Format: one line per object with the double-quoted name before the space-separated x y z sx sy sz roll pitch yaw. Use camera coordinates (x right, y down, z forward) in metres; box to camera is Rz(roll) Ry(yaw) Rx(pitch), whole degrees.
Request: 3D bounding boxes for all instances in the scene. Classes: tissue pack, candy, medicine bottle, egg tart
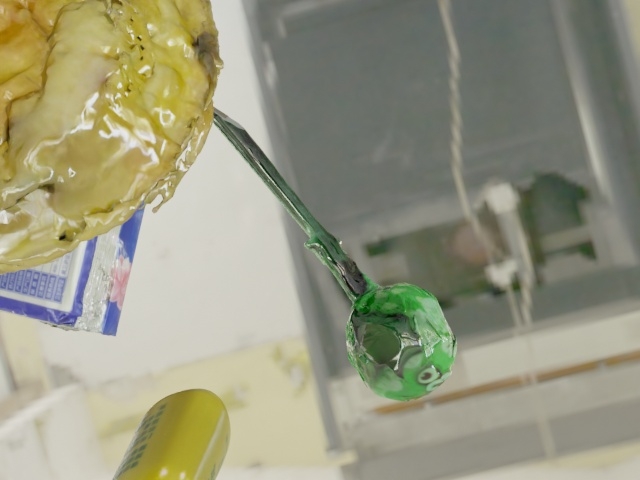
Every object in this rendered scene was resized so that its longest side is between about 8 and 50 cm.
"tissue pack" -0.281 -0.044 1.727 0.209 0.270 0.137 8 173 33
"candy" 0.001 0.000 1.398 0.097 0.323 0.097 -36 165 -11
"medicine bottle" -0.118 0.192 1.024 0.095 0.064 0.260 -54 -174 31
"egg tart" -0.201 -0.103 0.964 0.297 0.297 0.132 -16 143 0
